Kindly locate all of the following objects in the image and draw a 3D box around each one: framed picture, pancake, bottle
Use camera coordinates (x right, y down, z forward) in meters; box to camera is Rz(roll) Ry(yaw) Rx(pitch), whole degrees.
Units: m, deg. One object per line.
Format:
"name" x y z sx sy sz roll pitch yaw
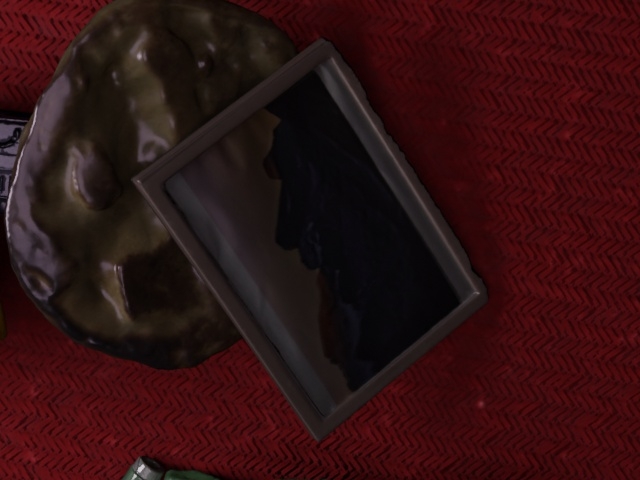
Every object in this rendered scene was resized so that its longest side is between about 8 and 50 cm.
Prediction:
"framed picture" 0.000 0.000 1.335 0.192 0.018 0.265 -39 112 -13
"pancake" -0.108 -0.042 1.322 0.294 0.049 0.294 -6 102 -27
"bottle" -0.165 0.222 1.454 0.030 0.030 0.083 33 102 -3

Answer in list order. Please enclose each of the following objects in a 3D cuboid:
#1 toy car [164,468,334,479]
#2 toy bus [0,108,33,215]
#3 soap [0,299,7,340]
"toy car" 0.038 0.297 1.388 0.359 0.176 0.213 4 104 -1
"toy bus" -0.226 -0.060 1.368 0.178 0.098 0.086 7 104 0
"soap" -0.414 0.002 1.342 0.324 0.096 0.204 -6 100 28
